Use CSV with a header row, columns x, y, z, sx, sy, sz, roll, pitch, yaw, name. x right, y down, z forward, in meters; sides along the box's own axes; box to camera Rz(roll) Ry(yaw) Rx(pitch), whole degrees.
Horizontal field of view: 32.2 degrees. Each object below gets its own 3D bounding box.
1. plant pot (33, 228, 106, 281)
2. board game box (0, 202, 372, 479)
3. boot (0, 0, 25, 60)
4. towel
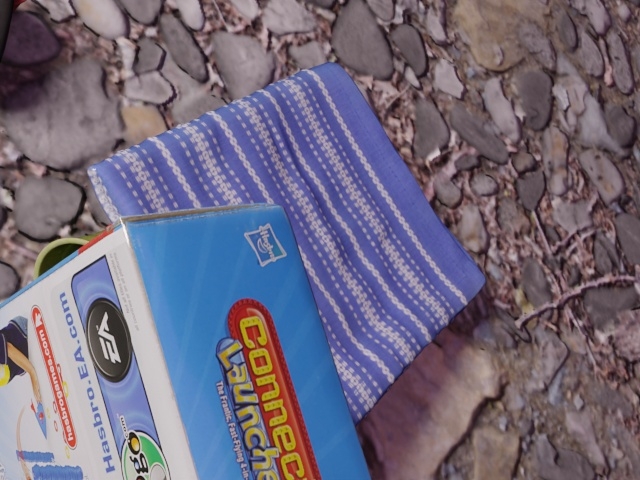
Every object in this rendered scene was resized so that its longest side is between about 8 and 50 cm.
x,y,z,sx,sy,sz,roll,pitch,yaw,name
-0.130,0.021,0.727,0.083,0.083,0.079,55,36,-7,plant pot
-0.092,0.176,0.533,0.086,0.302,0.308,-10,78,-42,board game box
-0.272,-0.219,0.705,0.176,0.088,0.244,1,79,-39,boot
0.000,0.000,0.811,0.243,0.040,0.336,58,34,-3,towel
